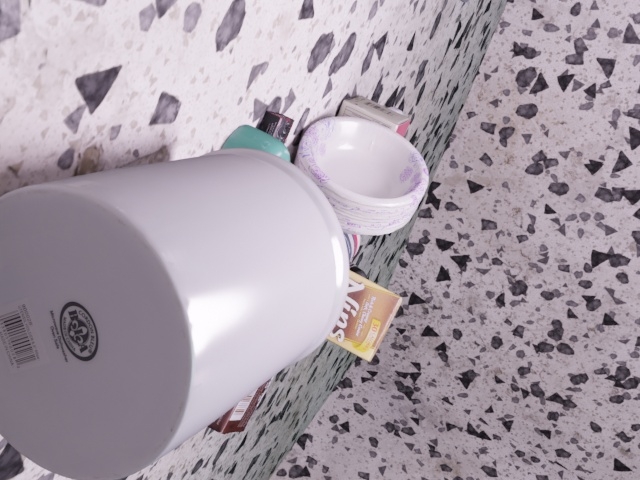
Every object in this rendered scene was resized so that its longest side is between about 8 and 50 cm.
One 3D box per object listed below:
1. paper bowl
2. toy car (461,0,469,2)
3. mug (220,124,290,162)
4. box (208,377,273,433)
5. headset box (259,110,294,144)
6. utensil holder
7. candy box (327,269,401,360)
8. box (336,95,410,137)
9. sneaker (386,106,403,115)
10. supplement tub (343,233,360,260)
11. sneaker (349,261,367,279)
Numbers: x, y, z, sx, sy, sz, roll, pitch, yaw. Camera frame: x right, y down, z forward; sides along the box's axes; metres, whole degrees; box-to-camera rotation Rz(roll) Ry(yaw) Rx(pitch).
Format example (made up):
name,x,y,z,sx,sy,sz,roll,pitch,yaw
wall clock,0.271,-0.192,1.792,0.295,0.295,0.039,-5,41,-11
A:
name,x,y,z,sx,sy,sz,roll,pitch,yaw
paper bowl,0.078,-0.126,1.491,0.284,0.284,0.148,-49,164,-45
toy car,0.238,-0.573,1.430,0.149,0.188,0.155,-54,164,-32
mug,-0.118,-0.111,1.195,0.158,0.097,0.129,-60,166,-11
box,-0.208,0.242,1.313,0.169,0.203,0.167,-60,166,-7
headset box,-0.086,-0.203,1.277,0.062,0.032,0.083,-65,168,12
utensil holder,-0.178,0.062,0.839,0.328,0.327,0.385,-67,164,18
candy box,0.031,0.158,1.787,0.183,0.316,0.087,-61,167,-6
box,0.099,-0.214,1.686,0.127,0.148,0.232,-37,152,-62
sneaker,0.189,-0.194,1.921,0.366,0.210,0.137,-57,166,-21
supplement tub,-0.047,0.037,1.539,0.272,0.191,0.191,-49,161,-45
sneaker,0.057,0.071,2.035,0.086,0.132,0.228,-18,180,-19
